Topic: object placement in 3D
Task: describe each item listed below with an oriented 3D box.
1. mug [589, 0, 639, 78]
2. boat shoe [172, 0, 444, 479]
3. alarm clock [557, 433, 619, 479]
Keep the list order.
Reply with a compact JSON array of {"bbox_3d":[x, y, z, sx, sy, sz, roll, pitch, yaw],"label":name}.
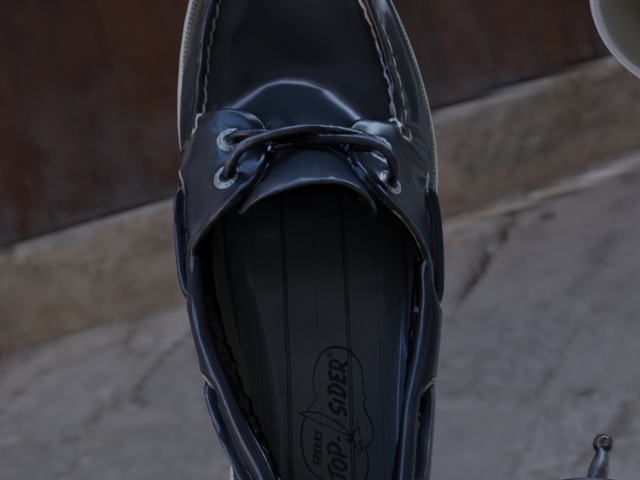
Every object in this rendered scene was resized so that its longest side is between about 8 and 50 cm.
[{"bbox_3d":[0.105,-0.073,0.501,0.062,0.078,0.064,-32,25,26],"label":"mug"},{"bbox_3d":[-0.004,0.001,0.878,0.127,0.340,0.113,2,-7,-4],"label":"boat shoe"},{"bbox_3d":[0.095,0.163,0.651,0.129,0.064,0.192,-36,38,9],"label":"alarm clock"}]
